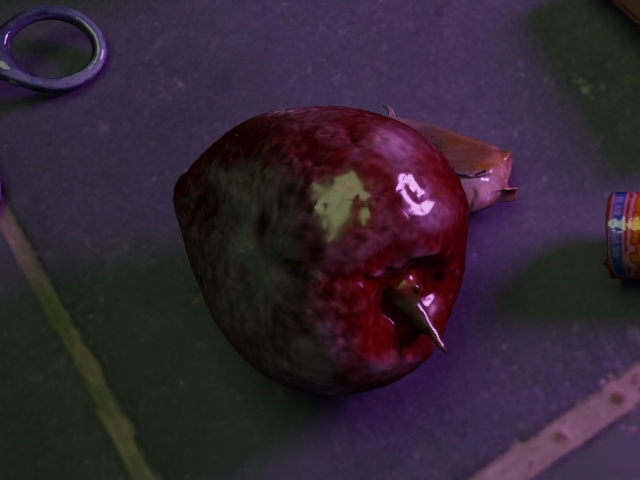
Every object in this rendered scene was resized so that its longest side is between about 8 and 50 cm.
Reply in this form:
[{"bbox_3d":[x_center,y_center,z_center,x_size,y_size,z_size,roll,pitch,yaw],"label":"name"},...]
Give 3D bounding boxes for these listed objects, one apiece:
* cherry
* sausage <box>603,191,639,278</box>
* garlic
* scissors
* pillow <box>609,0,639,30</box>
[{"bbox_3d":[0.000,0.000,1.471,0.300,0.203,0.230,27,115,36],"label":"cherry"},{"bbox_3d":[0.364,-0.001,1.429,0.274,0.074,0.074,2,65,19],"label":"sausage"},{"bbox_3d":[0.099,-0.059,1.560,0.152,0.066,0.084,19,40,26],"label":"garlic"},{"bbox_3d":[-0.421,-0.191,1.724,0.383,0.029,0.256,32,77,-1],"label":"scissors"},{"bbox_3d":[0.370,-0.224,1.533,0.236,0.084,0.223,-34,56,-4],"label":"pillow"}]
